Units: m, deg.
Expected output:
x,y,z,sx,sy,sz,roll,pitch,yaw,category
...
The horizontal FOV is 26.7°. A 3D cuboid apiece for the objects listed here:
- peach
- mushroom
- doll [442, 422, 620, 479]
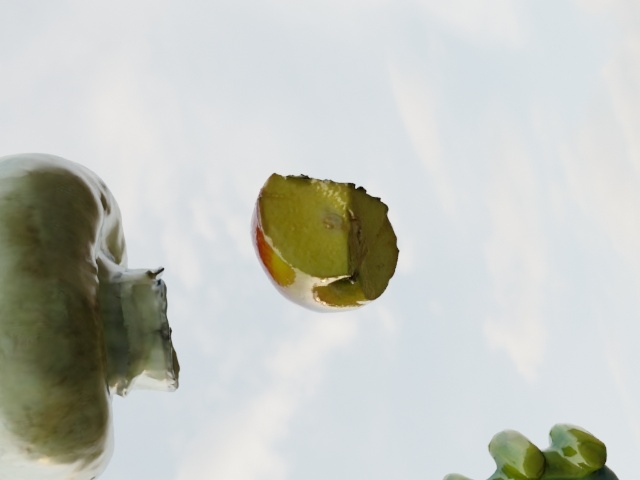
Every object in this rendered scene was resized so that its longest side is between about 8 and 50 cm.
x,y,z,sx,sy,sz,roll,pitch,yaw,category
-0.005,0.005,1.287,0.151,0.118,0.151,22,-123,-40,peach
-0.270,0.082,1.308,0.352,0.260,0.352,177,90,-87,mushroom
0.145,0.238,0.644,0.341,0.099,0.346,-37,-60,-10,doll
